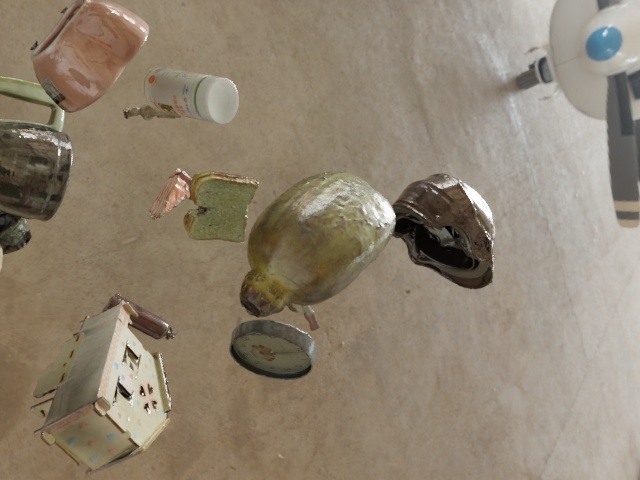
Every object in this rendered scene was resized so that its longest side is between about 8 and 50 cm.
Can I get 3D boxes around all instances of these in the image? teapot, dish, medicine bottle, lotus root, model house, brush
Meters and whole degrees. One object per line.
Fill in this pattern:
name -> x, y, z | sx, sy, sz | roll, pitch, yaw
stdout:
teapot -> -0.743, -0.217, 1.012 | 0.239, 0.239, 0.321 | 15, 109, -48
dish -> -0.392, -0.319, 0.690 | 0.090, 0.213, 0.213 | 41, 56, -47
medicine bottle -> -0.257, -0.285, 0.822 | 0.086, 0.183, 0.086 | -39, 139, -45
lotus root -> 0.000, 0.000, 0.617 | 0.309, 0.173, 0.173 | -43, 111, -46
model house -> -0.447, 0.330, 0.904 | 0.169, 0.326, 0.244 | -26, 123, 0
brush -> -0.042, 0.165, 1.075 | 0.301, 0.084, 0.071 | 73, -2, -50

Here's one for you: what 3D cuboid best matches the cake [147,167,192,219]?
cake -> -0.672, -0.189, 1.895 | 0.287, 0.098, 0.135 | -63, 154, -30

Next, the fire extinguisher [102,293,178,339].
fire extinguisher -> -0.611, 0.275, 1.456 | 0.268, 0.089, 0.072 | 38, 91, -25

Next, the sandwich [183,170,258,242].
sandwich -> -0.387, -0.129, 1.605 | 0.249, 0.095, 0.273 | 3, 118, -32

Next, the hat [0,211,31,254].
hat -> -0.972, -0.031, 1.281 | 0.265, 0.266, 0.128 | -54, 148, -34

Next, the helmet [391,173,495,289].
helmet -> 0.306, -0.035, 1.006 | 0.305, 0.225, 0.177 | 39, 69, -20

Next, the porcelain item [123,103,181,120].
porcelain item -> -0.670, -0.517, 1.671 | 0.213, 0.084, 0.054 | -11, 52, -21

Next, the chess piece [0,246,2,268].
chess piece -> -0.816, 0.040, 0.840 | 0.261, 0.143, 0.142 | 14, 71, -14

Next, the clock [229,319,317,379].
clock -> -0.167, 0.389, 1.465 | 0.312, 0.313, 0.061 | 44, 38, -28
